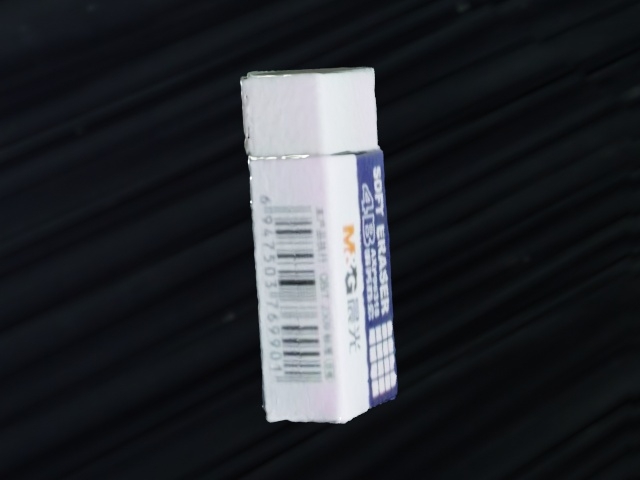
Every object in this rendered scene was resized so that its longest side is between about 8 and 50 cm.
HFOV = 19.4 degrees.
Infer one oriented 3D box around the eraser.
[{"bbox_3d":[0.000,0.000,1.556,0.086,0.130,0.287,-2,96,21],"label":"eraser"}]
